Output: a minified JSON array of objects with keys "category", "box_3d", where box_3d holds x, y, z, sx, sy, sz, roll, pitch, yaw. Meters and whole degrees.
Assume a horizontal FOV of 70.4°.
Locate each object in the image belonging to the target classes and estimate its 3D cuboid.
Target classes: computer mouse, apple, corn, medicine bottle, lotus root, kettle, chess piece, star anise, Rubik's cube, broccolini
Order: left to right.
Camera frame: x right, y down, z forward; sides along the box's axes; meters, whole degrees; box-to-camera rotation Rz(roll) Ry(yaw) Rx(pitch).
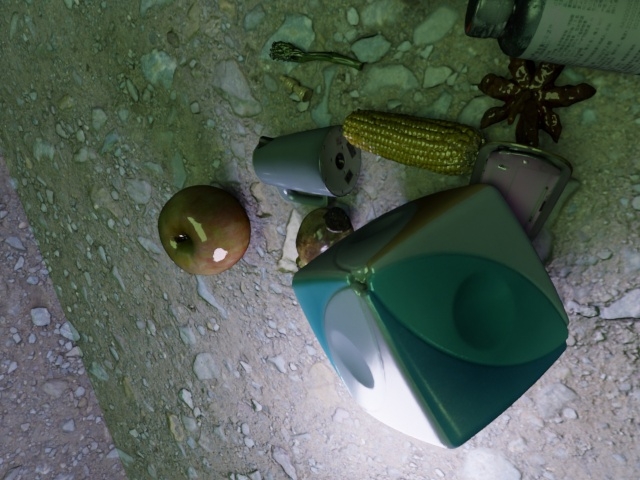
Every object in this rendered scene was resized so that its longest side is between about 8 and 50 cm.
[{"category":"apple","box_3d":[-0.314,-0.032,1.278,0.256,0.233,0.257,11,112,30]},{"category":"chess piece","box_3d":[-0.065,-0.374,1.103,0.092,0.035,0.035,41,126,18]},{"category":"kettle","box_3d":[-0.033,-0.171,1.112,0.243,0.160,0.211,6,140,39]},{"category":"broccolini","box_3d":[-0.011,-0.423,1.046,0.238,0.051,0.054,17,161,21]},{"category":"lotus root","box_3d":[0.000,0.000,1.151,0.138,0.138,0.214,51,128,6]},{"category":"corn","box_3d":[0.191,-0.208,0.947,0.317,0.115,0.115,18,118,28]},{"category":"Rubik's cube","box_3d":[0.190,0.125,0.869,0.352,0.347,0.352,62,158,-9]},{"category":"computer mouse","box_3d":[0.355,-0.076,0.857,0.158,0.072,0.310,20,152,18]},{"category":"star anise","box_3d":[0.377,-0.263,0.810,0.196,0.111,0.213,-25,66,15]},{"category":"medicine bottle","box_3d":[0.376,-0.343,0.688,0.292,0.141,0.142,9,116,2]}]
